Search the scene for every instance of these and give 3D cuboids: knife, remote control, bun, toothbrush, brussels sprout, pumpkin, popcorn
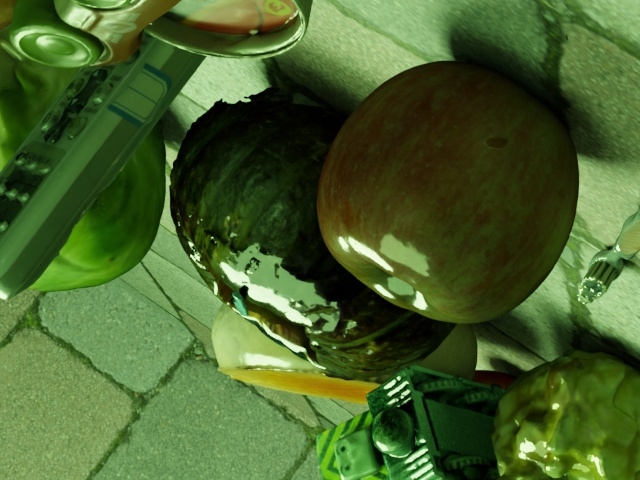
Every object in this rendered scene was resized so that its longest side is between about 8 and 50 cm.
[{"bbox_3d":[-0.074,0.058,1.691,0.014,0.005,0.091,34,170,10],"label":"knife"},{"bbox_3d":[-0.187,-0.096,1.567,0.065,0.335,0.128,42,168,-29],"label":"remote control"},{"bbox_3d":[0.033,0.089,2.053,0.299,0.165,0.299,10,170,2],"label":"bun"},{"bbox_3d":[0.241,-0.009,1.396,0.028,0.037,0.375,33,166,5],"label":"toothbrush"},{"bbox_3d":[-0.334,-0.103,2.166,0.276,0.315,0.371,0,143,32],"label":"brussels sprout"},{"bbox_3d":[0.000,0.000,1.746,0.320,0.192,0.320,33,168,8],"label":"pumpkin"},{"bbox_3d":[0.251,0.197,1.806,0.167,0.185,0.187,58,-162,0],"label":"popcorn"}]

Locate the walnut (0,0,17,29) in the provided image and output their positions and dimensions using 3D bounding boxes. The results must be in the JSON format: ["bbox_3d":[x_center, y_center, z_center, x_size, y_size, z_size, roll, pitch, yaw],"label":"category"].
[{"bbox_3d":[-0.381,-0.288,1.740,0.298,0.203,0.203,35,171,-31],"label":"walnut"}]

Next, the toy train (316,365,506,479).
[{"bbox_3d":[0.130,0.235,1.948,0.330,0.178,0.138,19,-131,-52],"label":"toy train"}]

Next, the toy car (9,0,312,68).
[{"bbox_3d":[-0.105,-0.208,1.405,0.235,0.145,0.235,7,159,3],"label":"toy car"}]

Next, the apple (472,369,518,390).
[{"bbox_3d":[0.192,0.226,2.169,0.163,0.163,0.139,40,-170,-15],"label":"apple"}]

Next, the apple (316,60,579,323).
[{"bbox_3d":[0.096,-0.036,1.363,0.188,0.174,0.188,33,170,6],"label":"apple"}]
